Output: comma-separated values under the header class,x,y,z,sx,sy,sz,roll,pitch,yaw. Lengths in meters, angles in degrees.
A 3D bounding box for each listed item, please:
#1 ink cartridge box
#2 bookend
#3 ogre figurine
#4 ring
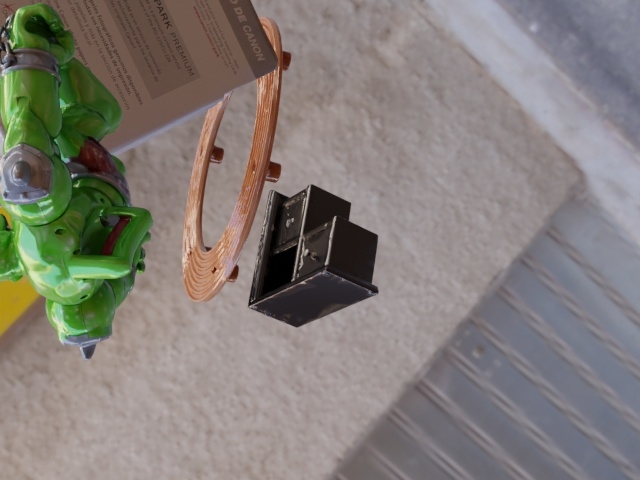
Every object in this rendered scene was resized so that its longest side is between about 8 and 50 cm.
class,x,y,z,sx,sy,sz,roll,pitch,yaw
ink cartridge box,-0.227,-0.226,1.068,0.130,0.272,0.309,-10,107,59
bookend,0.000,0.000,1.366,0.072,0.156,0.157,25,151,-28
ogre figurine,-0.141,-0.023,0.681,0.097,0.118,0.197,9,132,-7
ring,-0.097,-0.091,1.386,0.032,0.336,0.336,13,176,-17
